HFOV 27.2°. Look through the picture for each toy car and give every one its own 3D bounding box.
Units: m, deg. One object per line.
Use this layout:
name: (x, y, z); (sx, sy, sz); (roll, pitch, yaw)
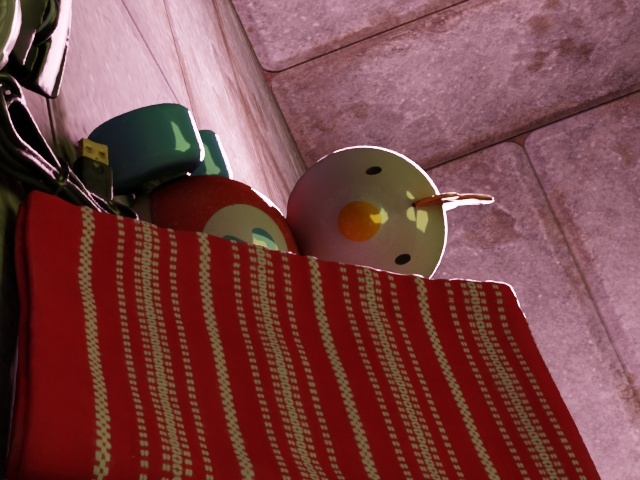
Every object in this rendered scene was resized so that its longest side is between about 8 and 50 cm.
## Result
toy car: (0.000, 0.000, 0.885); (0.210, 0.238, 0.219); (39, 30, -83)

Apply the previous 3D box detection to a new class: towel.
towel: (-0.007, 0.059, 0.608); (0.199, 0.274, 0.031); (-105, -149, -56)

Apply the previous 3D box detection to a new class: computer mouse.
computer mouse: (-0.148, -0.115, 0.736); (0.184, 0.060, 0.262); (63, 8, -54)

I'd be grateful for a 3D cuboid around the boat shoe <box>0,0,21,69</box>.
boat shoe: (-0.186, -0.197, 0.482); (0.094, 0.109, 0.302); (-151, -132, -72)
